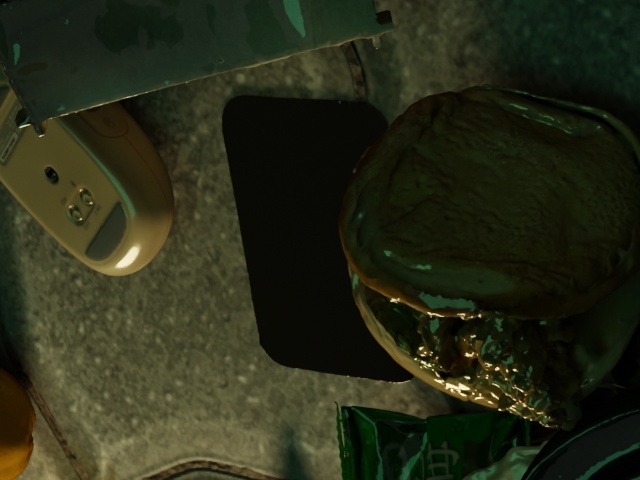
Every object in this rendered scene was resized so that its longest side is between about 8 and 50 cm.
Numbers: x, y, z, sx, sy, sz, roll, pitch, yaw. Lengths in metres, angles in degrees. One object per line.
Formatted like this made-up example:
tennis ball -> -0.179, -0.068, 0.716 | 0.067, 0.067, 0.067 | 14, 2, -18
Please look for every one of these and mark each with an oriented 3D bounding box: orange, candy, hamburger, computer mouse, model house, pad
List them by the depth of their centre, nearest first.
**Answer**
hamburger -> 0.140, 0.004, 1.409 | 0.146, 0.243, 0.286 | 81, 166, -52
model house -> -0.113, -0.222, 1.513 | 0.326, 0.244, 0.169 | -14, 107, 5
candy -> 0.108, 0.213, 1.639 | 0.203, 0.078, 0.141 | 1, 96, 26
pad -> 0.000, 0.000, 1.662 | 0.181, 0.004, 0.267 | 6, 114, 34
computer mouse -> -0.228, -0.075, 1.736 | 0.236, 0.082, 0.145 | 45, 131, 12
orange -> -0.364, 0.198, 1.928 | 0.136, 0.159, 0.159 | 7, 121, -5

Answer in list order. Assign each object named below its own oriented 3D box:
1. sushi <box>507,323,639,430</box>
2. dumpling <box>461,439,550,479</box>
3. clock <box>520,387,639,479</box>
sushi -> 0.234, 0.111, 1.491 | 0.272, 0.134, 0.109 | 11, 135, 12
dumpling -> 0.237, 0.238, 1.506 | 0.258, 0.147, 0.193 | 33, 131, -18
clock -> 0.285, 0.258, 1.396 | 0.318, 0.066, 0.319 | 3, 107, 10
